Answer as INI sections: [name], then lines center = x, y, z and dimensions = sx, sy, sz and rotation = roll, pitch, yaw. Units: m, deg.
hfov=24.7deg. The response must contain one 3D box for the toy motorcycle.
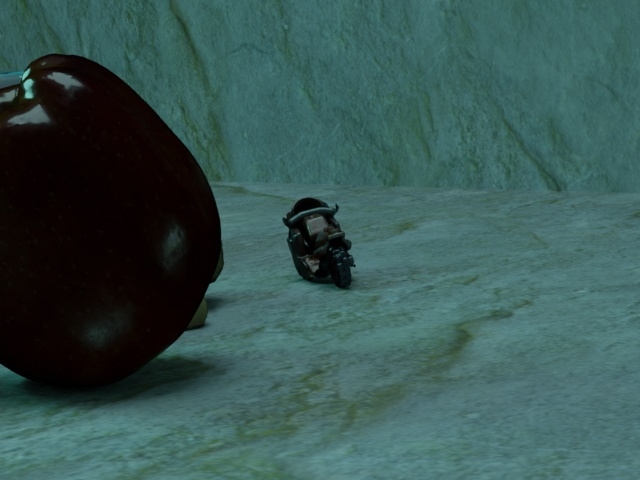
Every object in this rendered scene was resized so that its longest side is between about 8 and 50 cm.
[toy motorcycle]
center = 0.000, 0.000, 2.081
dimensions = 0.084, 0.118, 0.212
rotation = -13, 9, -12

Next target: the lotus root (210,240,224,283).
[lotus root]
center = -0.291, 0.034, 1.897
dimensions = 0.314, 0.142, 0.210
rotation = -6, -30, 9

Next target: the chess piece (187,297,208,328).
[chess piece]
center = -0.178, 0.085, 1.766
dimensions = 0.083, 0.038, 0.083
rotation = 0, 6, 0

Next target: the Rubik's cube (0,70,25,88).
[Rubik's cube]
center = -0.566, -0.097, 2.245
dimensions = 0.322, 0.319, 0.316
rotation = -1, 8, 15

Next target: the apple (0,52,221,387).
[apple]
center = -0.245, -0.015, 1.458
dimensions = 0.288, 0.317, 0.288
rotation = -26, 17, 9
